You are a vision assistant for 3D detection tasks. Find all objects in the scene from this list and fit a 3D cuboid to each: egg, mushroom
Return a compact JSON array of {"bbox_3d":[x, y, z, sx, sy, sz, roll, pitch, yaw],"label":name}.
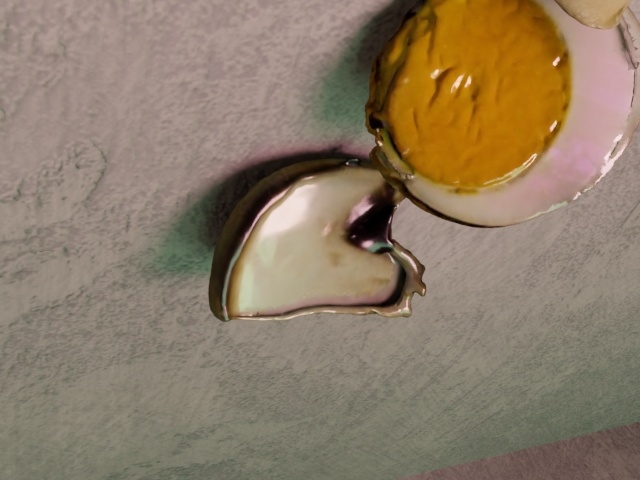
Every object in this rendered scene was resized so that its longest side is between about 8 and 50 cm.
[{"bbox_3d":[0.199,-0.152,0.848,0.286,0.264,0.174,-52,170,11],"label":"egg"},{"bbox_3d":[-0.005,-0.008,1.055,0.292,0.212,0.217,4,97,-13],"label":"mushroom"}]

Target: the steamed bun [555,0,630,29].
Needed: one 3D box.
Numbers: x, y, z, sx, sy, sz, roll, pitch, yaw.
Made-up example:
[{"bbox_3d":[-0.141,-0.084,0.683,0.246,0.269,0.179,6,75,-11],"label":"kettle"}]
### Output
[{"bbox_3d":[0.244,-0.329,0.647,0.231,0.110,0.212,38,82,-32],"label":"steamed bun"}]
